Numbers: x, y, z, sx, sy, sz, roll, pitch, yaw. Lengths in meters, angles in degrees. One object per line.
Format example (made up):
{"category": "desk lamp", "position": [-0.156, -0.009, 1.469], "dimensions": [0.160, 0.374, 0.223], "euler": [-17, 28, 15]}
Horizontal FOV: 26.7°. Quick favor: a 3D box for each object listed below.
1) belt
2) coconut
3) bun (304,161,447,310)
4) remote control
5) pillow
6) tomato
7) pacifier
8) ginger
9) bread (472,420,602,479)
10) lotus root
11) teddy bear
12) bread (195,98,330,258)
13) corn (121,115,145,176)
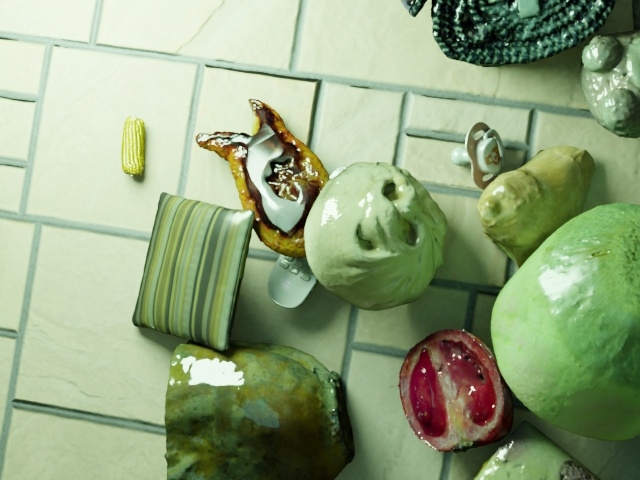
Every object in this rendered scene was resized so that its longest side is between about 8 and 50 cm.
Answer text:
{"category": "belt", "position": [0.276, -0.352, 1.920], "dimensions": [0.295, 0.160, 0.207], "euler": [-28, 101, 8]}
{"category": "coconut", "position": [0.384, 0.110, 1.818], "dimensions": [0.281, 0.328, 0.328], "euler": [11, 89, -10]}
{"category": "bun", "position": [0.092, -0.009, 1.895], "dimensions": [0.231, 0.133, 0.231], "euler": [1, 88, -35]}
{"category": "remote control", "position": [0.000, 0.000, 1.997], "dimensions": [0.073, 0.044, 0.229], "euler": [28, 83, 27]}
{"category": "pillow", "position": [-0.187, 0.043, 1.978], "dimensions": [0.212, 0.052, 0.208], "euler": [12, 88, 43]}
{"category": "tomato", "position": [0.208, 0.211, 1.915], "dimensions": [0.189, 0.099, 0.173], "euler": [-23, 73, 41]}
{"category": "pacifier", "position": [0.227, -0.124, 1.966], "dimensions": [0.078, 0.081, 0.099], "euler": [-1, 111, 41]}
{"category": "ginger", "position": [0.305, -0.073, 1.924], "dimensions": [0.115, 0.122, 0.193], "euler": [39, 87, 28]}
{"category": "bread", "position": [0.358, 0.418, 1.866], "dimensions": [0.338, 0.155, 0.187], "euler": [39, 89, 9]}
{"category": "lotus root", "position": [-0.085, 0.284, 1.945], "dimensions": [0.260, 0.149, 0.267], "euler": [1, 90, 9]}
{"category": "teddy bear", "position": [0.499, -0.240, 1.883], "dimensions": [0.267, 0.151, 0.236], "euler": [-18, 78, 12]}
{"category": "bread", "position": [-0.066, -0.088, 1.979], "dimensions": [0.139, 0.095, 0.269], "euler": [-29, 60, -11]}
{"category": "corn", "position": [-0.285, -0.143, 2.048], "dimensions": [0.037, 0.037, 0.092], "euler": [4, 89, 8]}
